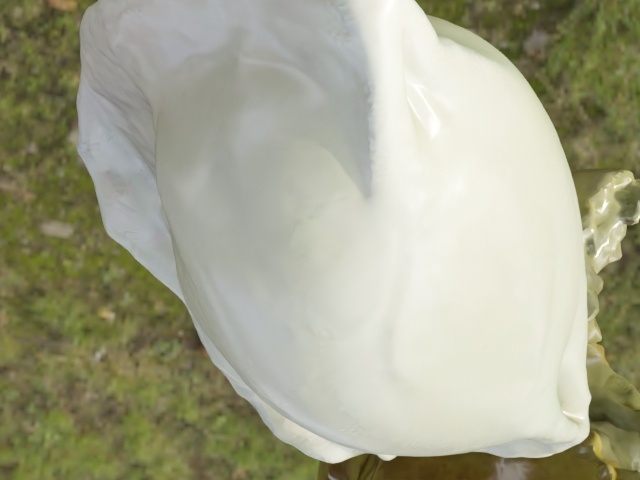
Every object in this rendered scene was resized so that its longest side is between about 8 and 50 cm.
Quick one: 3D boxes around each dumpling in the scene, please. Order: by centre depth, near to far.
[{"bbox_3d":[0.000,0.000,0.444,0.151,0.124,0.229,-2,132,31],"label":"dumpling"}]

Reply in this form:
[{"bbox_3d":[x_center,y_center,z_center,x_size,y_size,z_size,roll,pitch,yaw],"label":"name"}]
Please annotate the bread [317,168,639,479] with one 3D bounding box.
[{"bbox_3d":[0.118,0.153,0.604,0.314,0.370,0.191,-15,167,42],"label":"bread"}]
